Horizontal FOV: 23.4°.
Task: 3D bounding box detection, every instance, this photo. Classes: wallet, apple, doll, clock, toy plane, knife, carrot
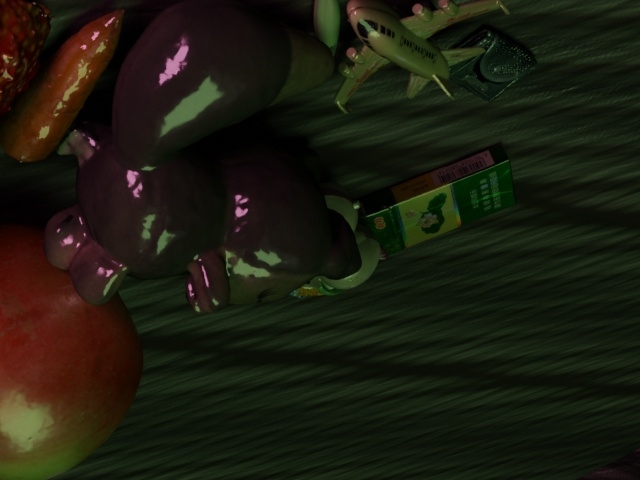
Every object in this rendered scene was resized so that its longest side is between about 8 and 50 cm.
[{"bbox_3d":[0.209,-0.214,1.905,0.088,0.026,0.129,-35,149,24],"label":"wallet"},{"bbox_3d":[-0.366,0.127,1.817,0.277,0.319,0.319,-39,164,-35],"label":"apple"},{"bbox_3d":[-0.083,-0.072,1.732,0.382,0.252,0.378,-4,148,-40],"label":"doll"},{"bbox_3d":[0.000,0.000,2.029,0.144,0.103,0.231,-19,145,11],"label":"clock"},{"bbox_3d":[0.091,-0.226,1.739,0.229,0.092,0.244,-31,149,20],"label":"toy plane"},{"bbox_3d":[0.011,-0.287,1.656,0.043,0.020,0.293,-16,150,-7],"label":"knife"},{"bbox_3d":[-0.263,-0.169,1.619,0.072,0.072,0.205,11,134,-45],"label":"carrot"}]

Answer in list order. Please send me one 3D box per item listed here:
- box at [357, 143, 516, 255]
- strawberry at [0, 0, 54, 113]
[{"bbox_3d":[0.154,-0.048,2.140,0.235,0.034,0.132,-21,151,-1],"label":"box"},{"bbox_3d":[-0.405,-0.139,1.506,0.306,0.138,0.233,-26,150,11],"label":"strawberry"}]
